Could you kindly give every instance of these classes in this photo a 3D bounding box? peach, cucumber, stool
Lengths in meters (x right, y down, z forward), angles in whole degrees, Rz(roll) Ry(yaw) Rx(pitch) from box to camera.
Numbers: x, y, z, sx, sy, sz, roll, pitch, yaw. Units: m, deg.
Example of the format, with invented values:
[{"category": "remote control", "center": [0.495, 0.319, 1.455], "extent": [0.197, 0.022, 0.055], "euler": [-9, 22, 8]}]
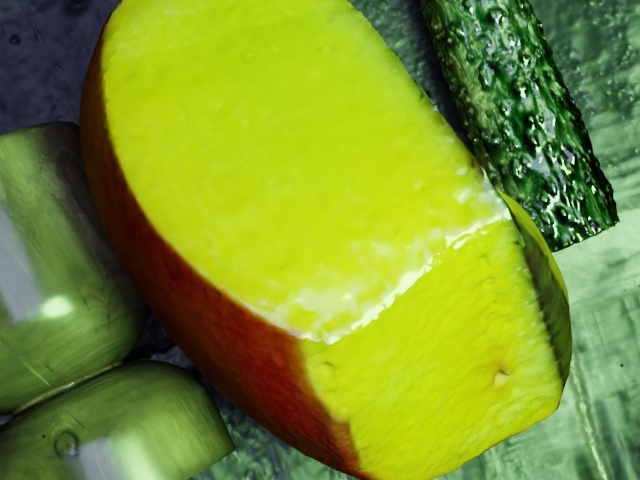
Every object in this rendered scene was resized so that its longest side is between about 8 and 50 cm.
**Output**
[{"category": "peach", "center": [0.000, 0.000, 1.011], "extent": [0.242, 0.306, 0.380], "euler": [-39, 79, -6]}, {"category": "cucumber", "center": [0.134, -0.163, 1.152], "extent": [0.096, 0.096, 0.359], "euler": [-18, 86, -9]}, {"category": "stool", "center": [-0.195, 0.070, 1.040], "extent": [0.179, 0.179, 0.264], "euler": [-25, 86, -9]}]
